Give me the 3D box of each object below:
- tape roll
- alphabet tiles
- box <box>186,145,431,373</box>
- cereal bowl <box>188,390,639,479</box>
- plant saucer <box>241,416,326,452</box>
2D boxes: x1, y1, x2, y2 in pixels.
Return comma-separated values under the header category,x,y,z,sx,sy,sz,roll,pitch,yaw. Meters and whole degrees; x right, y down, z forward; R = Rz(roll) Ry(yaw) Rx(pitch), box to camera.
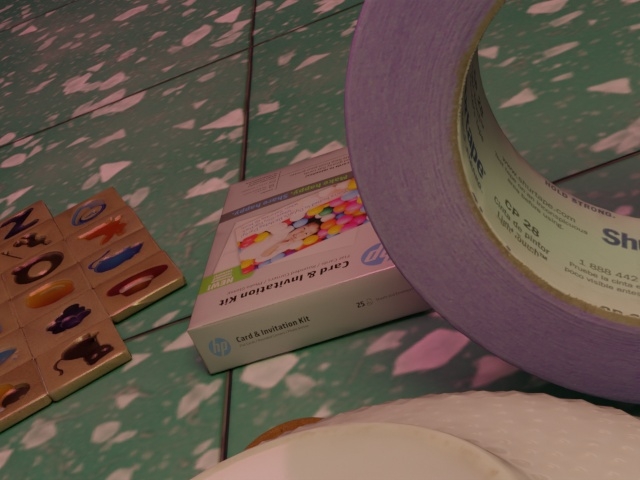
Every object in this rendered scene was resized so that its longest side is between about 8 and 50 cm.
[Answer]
category,x,y,z,sx,sy,sz,roll,pitch,yaw
tape roll,0.152,-0.064,0.533,0.275,0.275,0.090,-14,29,20
alphabet tiles,-0.254,0.061,0.951,0.285,0.011,0.342,-29,26,-10
box,0.000,0.000,0.815,0.145,0.038,0.186,-17,28,15
cereal bowl,0.013,0.160,0.392,0.339,0.141,0.339,-19,27,10
plant saucer,-0.015,0.114,0.641,0.083,0.015,0.083,-19,27,10
